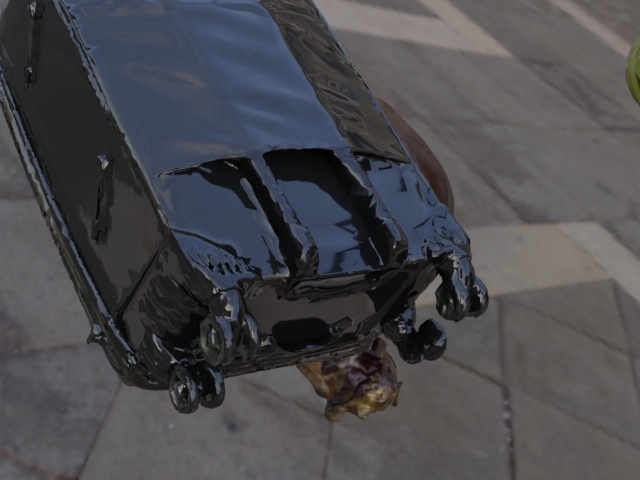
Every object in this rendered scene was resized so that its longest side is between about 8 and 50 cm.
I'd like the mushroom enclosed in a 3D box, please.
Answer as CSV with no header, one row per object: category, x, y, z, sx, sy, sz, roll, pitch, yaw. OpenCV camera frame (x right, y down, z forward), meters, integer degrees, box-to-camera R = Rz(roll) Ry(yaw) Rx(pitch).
mushroom,0.005,-0.008,1.329,0.334,0.356,0.331,27,12,4

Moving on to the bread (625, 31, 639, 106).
bread,0.449,-0.199,1.318,0.260,0.158,0.156,5,35,-44

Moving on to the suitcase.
suitcase,-0.082,-0.073,0.882,0.283,0.194,0.434,-7,57,-38
